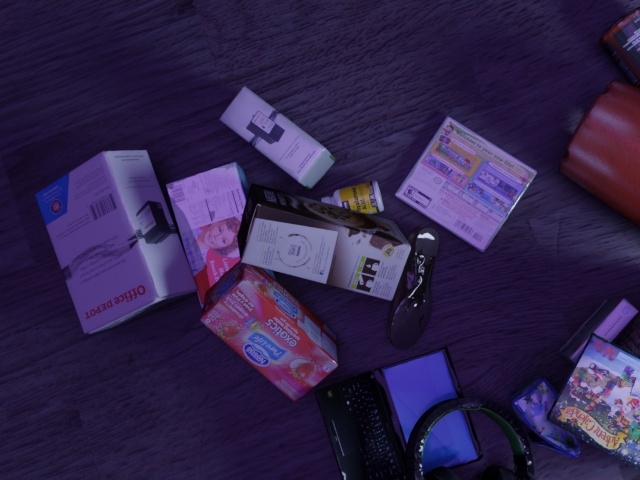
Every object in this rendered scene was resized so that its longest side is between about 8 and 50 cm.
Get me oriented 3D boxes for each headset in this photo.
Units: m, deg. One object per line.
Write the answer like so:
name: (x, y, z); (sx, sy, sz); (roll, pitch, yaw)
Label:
headset: (0.273, 0.495, 1.796); (0.244, 0.185, 0.394); (2, 76, -16)

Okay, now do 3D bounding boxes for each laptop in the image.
laptop: (0.153, 0.355, 1.827); (0.137, 0.264, 0.234); (-25, 80, 43)

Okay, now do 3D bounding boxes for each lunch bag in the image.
lunch bag: (0.427, 0.337, 1.794); (0.096, 0.129, 0.151); (-40, 84, 5)

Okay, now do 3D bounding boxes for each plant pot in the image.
plant pot: (0.603, -0.148, 1.750); (0.265, 0.272, 0.272); (33, 91, 16)

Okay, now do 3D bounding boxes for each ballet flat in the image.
ballet flat: (0.179, 0.091, 1.889); (0.084, 0.058, 0.249); (9, 93, -27)

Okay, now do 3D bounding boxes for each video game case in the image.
video game case: (0.288, -0.112, 1.900); (0.212, 0.023, 0.193); (34, 91, 10)

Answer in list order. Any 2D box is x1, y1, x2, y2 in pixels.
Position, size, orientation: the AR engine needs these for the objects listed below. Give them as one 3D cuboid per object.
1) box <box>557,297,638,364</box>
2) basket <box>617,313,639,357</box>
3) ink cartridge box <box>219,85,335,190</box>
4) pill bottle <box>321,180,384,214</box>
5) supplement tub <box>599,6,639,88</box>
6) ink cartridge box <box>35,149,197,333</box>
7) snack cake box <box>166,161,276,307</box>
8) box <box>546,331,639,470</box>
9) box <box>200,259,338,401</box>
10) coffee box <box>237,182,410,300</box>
box: (0.509, 0.170, 1.766); (0.038, 0.186, 0.145); (42, 92, 9)
basket: (0.679, 0.258, 1.672); (0.328, 0.331, 0.266); (38, 98, 9)
ink cartridge box: (-0.083, -0.201, 1.894); (0.208, 0.153, 0.087); (39, 93, 10)
pill bottle: (0.064, -0.076, 1.908); (0.116, 0.065, 0.065); (-15, 84, 7)
supplement tub: (0.632, -0.341, 1.826); (0.106, 0.106, 0.198); (-35, 82, 4)
ink cartridge box: (-0.407, 0.003, 1.900); (0.223, 0.129, 0.307); (-25, 82, 31)
snack cake box: (-0.197, -0.009, 1.928); (0.152, 0.089, 0.264); (-17, 84, 5)
box: (0.503, 0.272, 1.524); (0.233, 0.044, 0.159); (28, 97, 11)
box: (-0.096, 0.168, 1.827); (0.123, 0.128, 0.257); (-43, 107, 15)
coffee box: (0.000, 0.000, 1.803); (0.297, 0.168, 0.118); (15, 105, -12)
